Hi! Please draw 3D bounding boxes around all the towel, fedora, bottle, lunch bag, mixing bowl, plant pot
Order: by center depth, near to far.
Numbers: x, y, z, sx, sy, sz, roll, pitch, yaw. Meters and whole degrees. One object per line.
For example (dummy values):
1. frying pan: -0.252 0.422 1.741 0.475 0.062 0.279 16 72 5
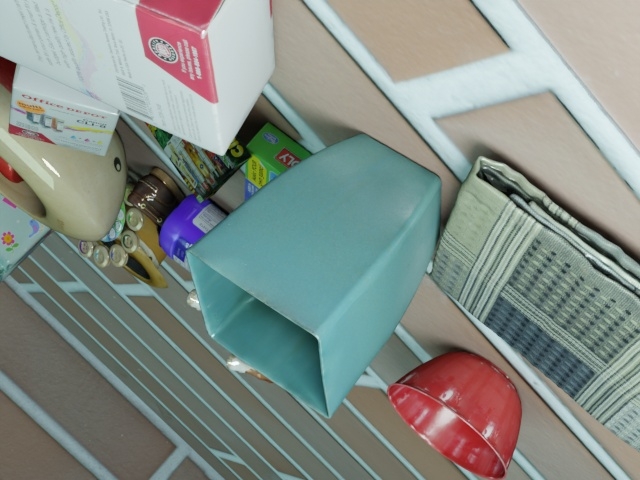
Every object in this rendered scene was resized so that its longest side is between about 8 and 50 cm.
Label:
1. towel: 0.254 0.068 1.227 0.312 0.056 0.324 40 163 11
2. plant pot: 0.012 0.017 1.259 0.166 0.234 0.165 31 153 23
3. mixing bowl: 0.183 0.204 1.558 0.181 0.098 0.181 35 161 14
4. bottle: -0.098 0.053 1.769 0.283 0.092 0.118 38 159 8
5. fedora: -0.304 -0.004 2.053 0.194 0.079 0.194 35 162 13
6. lunch bag: -0.570 -0.094 2.140 0.262 0.223 0.160 44 155 -5

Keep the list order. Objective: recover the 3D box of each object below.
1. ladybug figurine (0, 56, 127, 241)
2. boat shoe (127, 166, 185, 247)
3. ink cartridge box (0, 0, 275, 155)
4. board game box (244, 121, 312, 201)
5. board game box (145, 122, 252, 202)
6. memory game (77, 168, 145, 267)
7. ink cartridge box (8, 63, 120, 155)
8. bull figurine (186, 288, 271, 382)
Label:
1. ladybug figurine: -0.454 -0.183 1.820 0.449 0.162 0.305 39 161 4
2. boat shoe: -0.220 -0.018 1.878 0.073 0.073 0.207 17 151 47
3. ink cartridge box: -0.206 -0.237 1.208 0.306 0.131 0.226 26 158 11
4. board game box: 0.000 0.000 1.542 0.213 0.046 0.317 36 160 11
5. board game box: -0.154 -0.126 1.517 0.136 0.030 0.260 58 164 -1
6. memory game: -0.344 -0.047 1.958 0.186 0.012 0.186 8 104 37
7. ink cartridge box: -0.296 -0.196 1.490 0.128 0.127 0.176 14 164 -12
8. bull figurine: -0.055 0.109 1.606 0.188 0.101 0.310 18 149 24
